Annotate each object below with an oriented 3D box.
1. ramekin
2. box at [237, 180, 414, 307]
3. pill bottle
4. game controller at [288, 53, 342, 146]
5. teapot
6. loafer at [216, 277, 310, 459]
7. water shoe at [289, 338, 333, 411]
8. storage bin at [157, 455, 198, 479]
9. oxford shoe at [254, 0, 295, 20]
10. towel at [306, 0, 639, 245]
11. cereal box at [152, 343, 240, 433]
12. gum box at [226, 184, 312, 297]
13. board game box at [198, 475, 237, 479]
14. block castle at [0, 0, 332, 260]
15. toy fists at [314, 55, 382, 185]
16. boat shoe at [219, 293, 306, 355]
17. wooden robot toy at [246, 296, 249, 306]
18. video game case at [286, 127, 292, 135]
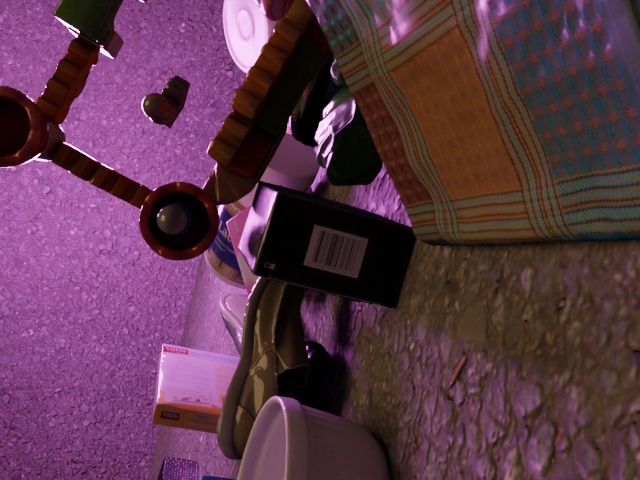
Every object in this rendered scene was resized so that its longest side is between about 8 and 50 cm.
[{"bbox_3d":[-0.014,0.265,0.675,0.207,0.109,0.207,-165,90,-76],"label":"ramekin"},{"bbox_3d":[0.000,0.000,0.780,0.158,0.156,0.093,-147,73,-75],"label":"box"},{"bbox_3d":[-0.102,-0.052,1.223,0.153,0.153,0.264,-93,22,-49],"label":"pill bottle"},{"bbox_3d":[0.037,-0.291,1.012,0.166,0.067,0.319,-6,-62,-59],"label":"game controller"},{"bbox_3d":[-0.093,-0.503,1.594,0.256,0.187,0.252,33,131,48],"label":"teapot"},{"bbox_3d":[-0.047,0.141,0.836,0.094,0.087,0.251,60,-141,-60],"label":"loafer"},{"bbox_3d":[-0.039,0.226,0.880,0.080,0.073,0.203,-171,95,-70],"label":"water shoe"},{"bbox_3d":[-0.347,0.617,1.647,0.180,0.084,0.122,-107,34,-62],"label":"storage bin"},{"bbox_3d":[-0.034,-0.527,1.206,0.397,0.147,0.140,-60,0,-34],"label":"oxford shoe"},{"bbox_3d":[0.095,-0.118,0.471,0.271,0.040,0.370,65,165,-4],"label":"towel"},{"bbox_3d":[-0.233,0.287,1.356,0.240,0.173,0.047,-117,42,-70],"label":"cereal box"},{"bbox_3d":[-0.064,0.016,1.027,0.107,0.062,0.188,-34,42,9],"label":"gum box"},{"bbox_3d":[-0.206,0.588,1.136,0.302,0.086,0.308,121,158,-47],"label":"board game box"},{"bbox_3d":[-0.153,-0.228,0.777,0.453,0.303,0.213,-61,5,0],"label":"block castle"},{"bbox_3d":[0.063,-0.197,0.866,0.142,0.096,0.279,-33,42,59],"label":"toy fists"},{"bbox_3d":[-0.096,0.159,1.077,0.319,0.116,0.099,-143,59,-69],"label":"boat shoe"},{"bbox_3d":[-0.052,0.053,1.100,0.076,0.079,0.173,14,69,39],"label":"wooden robot toy"},{"bbox_3d":[-0.056,-0.196,1.441,0.227,0.026,0.206,-99,27,-57],"label":"video game case"}]
